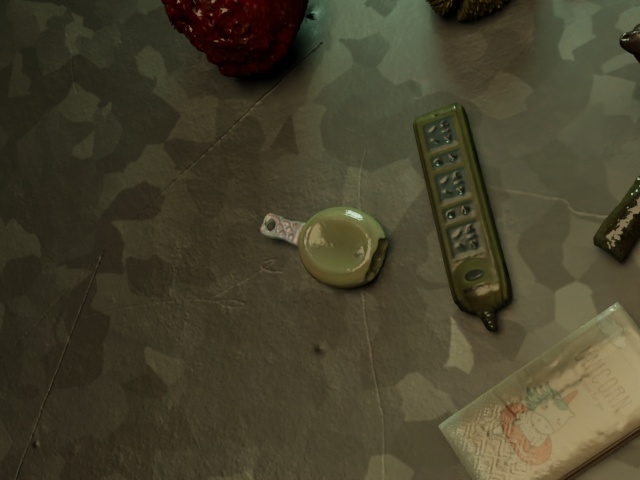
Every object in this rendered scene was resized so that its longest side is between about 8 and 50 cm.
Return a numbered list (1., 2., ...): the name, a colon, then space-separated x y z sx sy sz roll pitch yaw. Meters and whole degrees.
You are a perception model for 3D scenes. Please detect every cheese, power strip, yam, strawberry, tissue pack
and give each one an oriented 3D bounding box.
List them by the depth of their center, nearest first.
1. tissue pack: 0.353 0.251 1.462 0.325 0.071 0.170 -36 63 9
2. yam: 0.504 -0.085 1.511 0.061 0.061 0.253 34 88 26
3. power strip: 0.228 -0.039 1.602 0.092 0.066 0.387 -18 69 18
4. cheese: 0.000 0.000 1.682 0.227 0.064 0.137 17 80 26
5. strawberry: -0.154 -0.406 1.788 0.274 0.274 0.220 20 120 25

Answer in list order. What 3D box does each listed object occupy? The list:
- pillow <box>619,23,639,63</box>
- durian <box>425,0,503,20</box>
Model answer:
1. pillow: 0.638 -0.279 1.441 0.308 0.108 0.305 -43 98 4
2. durian: 0.240 -0.504 1.684 0.193 0.138 0.237 -17 68 29
